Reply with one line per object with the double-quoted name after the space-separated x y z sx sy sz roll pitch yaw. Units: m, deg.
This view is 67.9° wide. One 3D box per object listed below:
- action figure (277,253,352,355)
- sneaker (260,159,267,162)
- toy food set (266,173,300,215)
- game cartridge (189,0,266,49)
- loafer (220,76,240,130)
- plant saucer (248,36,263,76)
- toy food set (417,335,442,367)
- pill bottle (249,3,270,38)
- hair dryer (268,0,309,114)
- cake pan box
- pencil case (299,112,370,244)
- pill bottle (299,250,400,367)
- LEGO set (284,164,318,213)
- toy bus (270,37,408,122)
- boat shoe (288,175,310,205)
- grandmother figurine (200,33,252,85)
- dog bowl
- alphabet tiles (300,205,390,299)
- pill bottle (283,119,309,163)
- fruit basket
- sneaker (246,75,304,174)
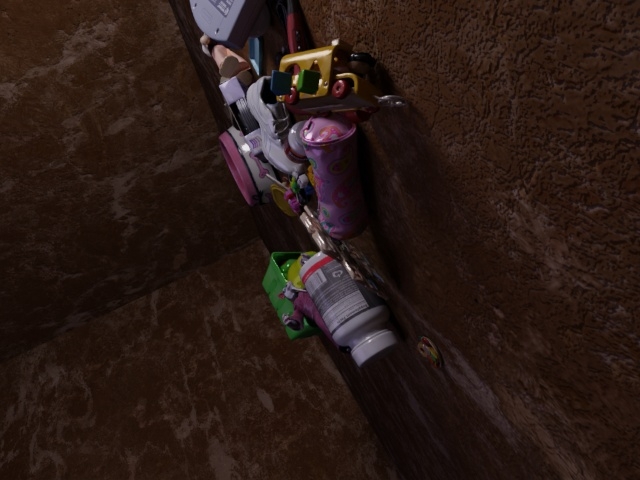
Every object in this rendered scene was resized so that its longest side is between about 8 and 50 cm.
0.007 0.222 1.643 0.370 0.248 0.275 17 163 43 "action figure"
-0.249 -0.407 1.792 0.130 0.087 0.227 48 167 35 "sneaker"
-0.119 -0.178 1.789 0.128 0.071 0.218 32 158 23 "toy food set"
-0.203 -0.542 1.043 0.060 0.196 0.294 17 -151 -43 "game cartridge"
-0.315 -0.528 1.812 0.268 0.102 0.092 84 166 -63 "loafer"
-0.183 -0.544 1.354 0.067 0.018 0.192 63 168 5 "plant saucer"
0.256 0.261 1.114 0.083 0.020 0.083 55 166 40 "toy food set"
-0.190 -0.553 1.159 0.169 0.094 0.094 51 163 52 "pill bottle"
-0.054 -0.360 0.966 0.224 0.080 0.293 85 159 -61 "hair dryer"
-0.216 -0.383 1.546 0.246 0.070 0.267 63 -172 0 "cake pan box"
0.034 -0.127 1.005 0.124 0.124 0.284 54 165 41 "pencil case"
0.084 0.184 1.333 0.318 0.176 0.176 60 168 23 "pill bottle"
-0.035 -0.147 1.399 0.093 0.087 0.227 59 162 9 "LEGO set"
0.026 -0.262 0.761 0.191 0.202 0.104 -155 70 -84 "toy bus"
-0.068 -0.183 1.577 0.042 0.049 0.133 -22 87 51 "boat shoe"
-0.334 -0.639 1.646 0.342 0.104 0.208 58 -178 40 "grandmother figurine"
-0.316 -0.332 2.120 0.408 0.150 0.408 60 168 22 "dog bowl"
0.059 0.030 1.166 0.284 0.021 0.278 34 -164 -48 "alphabet tiles"
-0.042 -0.246 1.184 0.086 0.086 0.152 65 170 -2 "pill bottle"
-0.040 0.173 1.891 0.392 0.283 0.392 -1 89 43 "fruit basket"
-0.127 -0.327 1.364 0.297 0.111 0.129 64 164 -4 "sneaker"
